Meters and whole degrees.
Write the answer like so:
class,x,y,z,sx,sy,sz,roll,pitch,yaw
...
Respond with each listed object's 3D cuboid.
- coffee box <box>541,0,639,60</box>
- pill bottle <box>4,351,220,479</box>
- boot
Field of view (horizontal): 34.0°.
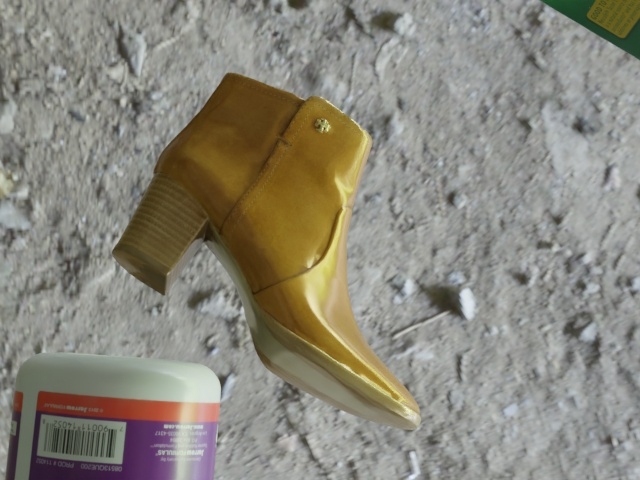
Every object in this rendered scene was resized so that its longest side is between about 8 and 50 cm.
class,x,y,z,sx,sy,sz,roll,pitch,yaw
coffee box,0.103,-0.144,0.415,0.184,0.113,0.040,32,68,7
pill bottle,-0.189,0.263,0.918,0.182,0.181,0.322,6,84,-12
boot,-0.001,0.000,0.861,0.295,0.104,0.211,34,67,-2
